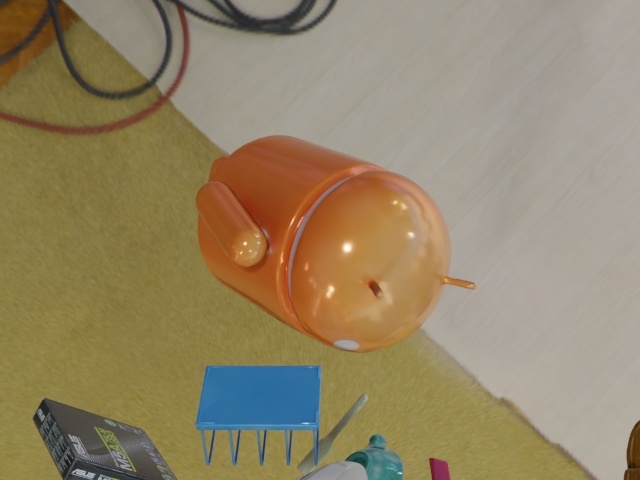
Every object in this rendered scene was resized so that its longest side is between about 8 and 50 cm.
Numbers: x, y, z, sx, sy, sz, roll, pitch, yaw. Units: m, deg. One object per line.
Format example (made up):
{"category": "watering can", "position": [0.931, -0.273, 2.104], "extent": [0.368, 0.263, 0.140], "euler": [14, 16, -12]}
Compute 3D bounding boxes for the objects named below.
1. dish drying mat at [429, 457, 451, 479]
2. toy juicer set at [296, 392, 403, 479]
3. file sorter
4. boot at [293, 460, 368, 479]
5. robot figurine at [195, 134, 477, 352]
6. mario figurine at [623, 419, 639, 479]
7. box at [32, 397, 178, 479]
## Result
{"category": "dish drying mat", "position": [0.177, 0.354, 1.386], "extent": [0.032, 0.008, 0.083], "euler": [20, 33, -14]}
{"category": "toy juicer set", "position": [0.054, 0.438, 1.646], "extent": [0.209, 0.329, 0.089], "euler": [-39, 118, 8]}
{"category": "file sorter", "position": [-0.084, 0.259, 1.372], "extent": [0.170, 0.104, 0.118], "euler": [0, 35, 2]}
{"category": "boot", "position": [-0.051, 0.259, 0.917], "extent": [0.123, 0.258, 0.095], "euler": [7, 90, 25]}
{"category": "robot figurine", "position": [-0.002, 0.000, 0.656], "extent": [0.128, 0.158, 0.219], "euler": [-48, 41, -16]}
{"category": "mario figurine", "position": [0.419, 0.210, 0.784], "extent": [0.320, 0.170, 0.198], "euler": [23, 33, -18]}
{"category": "box", "position": [-0.317, 0.316, 1.405], "extent": [0.184, 0.190, 0.045], "euler": [30, 92, -34]}
